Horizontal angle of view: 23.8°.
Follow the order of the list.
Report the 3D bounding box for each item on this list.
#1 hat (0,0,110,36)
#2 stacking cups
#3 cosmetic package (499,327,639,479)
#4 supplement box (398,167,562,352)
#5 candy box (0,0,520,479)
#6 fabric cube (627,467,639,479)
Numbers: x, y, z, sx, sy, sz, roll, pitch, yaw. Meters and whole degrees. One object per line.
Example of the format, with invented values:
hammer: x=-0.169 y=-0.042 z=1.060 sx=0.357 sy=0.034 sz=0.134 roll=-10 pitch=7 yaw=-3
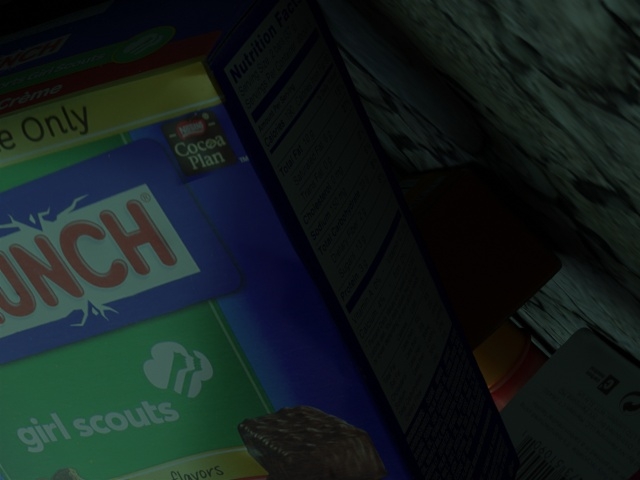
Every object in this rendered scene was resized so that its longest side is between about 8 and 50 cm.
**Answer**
hat: x=-0.179 y=-0.161 z=0.805 sx=0.331 sy=0.331 sz=0.134 roll=45 pitch=-146 yaw=-39
stacking cups: x=0.076 y=0.047 z=1.234 sx=0.316 sy=0.096 sz=0.096 roll=43 pitch=177 yaw=-12
cosmetic package: x=0.202 y=0.186 z=0.966 sx=0.184 sy=0.151 sz=0.151 roll=45 pitch=177 yaw=-37
supplement box: x=0.069 y=0.008 z=0.906 sx=0.078 sy=0.080 sz=0.233 roll=45 pitch=180 yaw=-4
candy box: x=-0.082 y=0.047 z=0.768 sx=0.317 sy=0.268 sz=0.122 roll=64 pitch=-150 yaw=-24
fabric cube: x=0.209 y=0.235 z=0.524 sx=0.254 sy=0.259 sz=0.258 roll=44 pitch=179 yaw=-35
